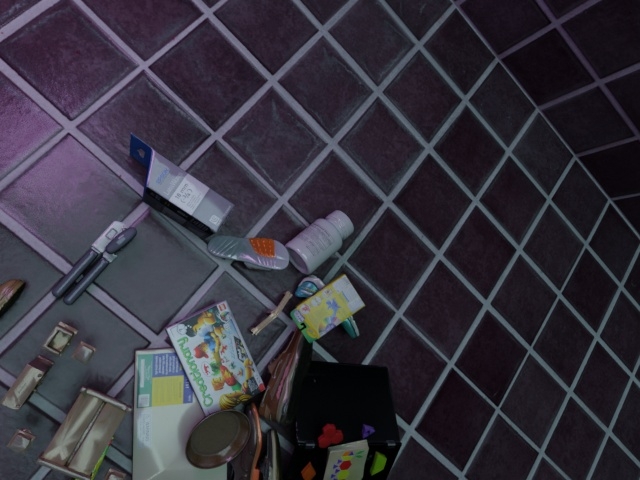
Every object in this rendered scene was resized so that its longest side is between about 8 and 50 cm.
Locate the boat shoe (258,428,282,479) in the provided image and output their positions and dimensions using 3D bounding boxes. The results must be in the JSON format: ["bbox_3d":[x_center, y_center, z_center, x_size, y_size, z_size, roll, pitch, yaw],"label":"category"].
[{"bbox_3d":[-0.161,0.712,1.497,0.073,0.080,0.223,-8,67,4],"label":"boat shoe"}]

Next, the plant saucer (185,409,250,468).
[{"bbox_3d":[-0.302,0.572,1.396,0.199,0.036,0.198,-13,116,-29],"label":"plant saucer"}]

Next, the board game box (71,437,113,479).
[{"bbox_3d":[-0.627,0.608,1.301,0.043,0.092,0.181,28,73,-18],"label":"board game box"}]

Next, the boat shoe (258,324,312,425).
[{"bbox_3d":[-0.114,0.419,1.533,0.122,0.120,0.324,69,31,-49],"label":"boat shoe"}]

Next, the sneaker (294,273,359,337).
[{"bbox_3d":[0.026,0.240,1.651,0.110,0.107,0.275,-45,95,-7],"label":"sneaker"}]

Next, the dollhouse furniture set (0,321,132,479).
[{"bbox_3d":[-0.621,0.433,1.277,0.355,0.174,0.303,34,72,-16],"label":"dollhouse furniture set"}]

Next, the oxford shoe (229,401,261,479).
[{"bbox_3d":[-0.238,0.641,1.475,0.098,0.097,0.271,5,81,-17],"label":"oxford shoe"}]

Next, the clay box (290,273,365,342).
[{"bbox_3d":[0.020,0.223,1.568,0.222,0.053,0.127,-33,93,-9],"label":"clay box"}]

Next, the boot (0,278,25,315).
[{"bbox_3d":[-0.950,0.127,1.216,0.269,0.089,0.236,40,69,-14],"label":"boot"}]

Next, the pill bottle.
[{"bbox_3d":[0.000,0.000,1.636,0.229,0.131,0.131,-39,100,-23],"label":"pill bottle"}]

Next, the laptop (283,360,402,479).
[{"bbox_3d":[0.053,0.661,1.644,0.382,0.236,0.408,10,108,-22],"label":"laptop"}]

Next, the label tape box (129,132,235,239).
[{"bbox_3d":[-0.437,-0.142,1.396,0.334,0.241,0.106,35,73,-16],"label":"label tape box"}]

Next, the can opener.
[{"bbox_3d":[-0.645,0.058,1.365,0.074,0.093,0.280,42,74,-15],"label":"can opener"}]

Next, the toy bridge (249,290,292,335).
[{"bbox_3d":[-0.160,0.241,1.572,0.026,0.063,0.188,48,67,-12],"label":"toy bridge"}]

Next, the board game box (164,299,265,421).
[{"bbox_3d":[-0.314,0.357,1.437,0.193,0.053,0.305,-26,95,-24],"label":"board game box"}]

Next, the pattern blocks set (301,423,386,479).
[{"bbox_3d":[0.077,0.719,1.528,0.285,0.026,0.324,11,108,-23],"label":"pattern blocks set"}]

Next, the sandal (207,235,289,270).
[{"bbox_3d":[-0.233,0.042,1.565,0.265,0.076,0.102,12,63,-2],"label":"sandal"}]

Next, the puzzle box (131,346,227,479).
[{"bbox_3d":[-0.416,0.522,1.429,0.272,0.052,0.408,2,83,-24],"label":"puzzle box"}]
